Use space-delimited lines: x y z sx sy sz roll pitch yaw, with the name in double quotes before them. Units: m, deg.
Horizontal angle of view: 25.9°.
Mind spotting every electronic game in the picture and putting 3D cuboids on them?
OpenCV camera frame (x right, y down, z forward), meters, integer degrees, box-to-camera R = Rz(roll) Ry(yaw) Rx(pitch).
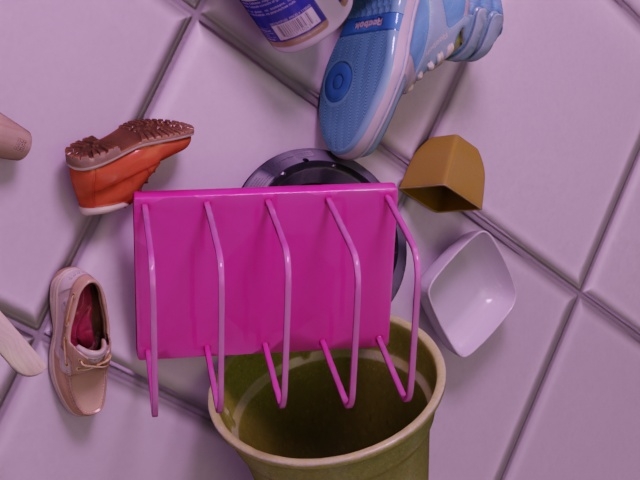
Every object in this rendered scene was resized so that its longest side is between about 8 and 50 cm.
"electronic game" 0.000 0.000 1.662 0.229 0.048 0.229 7 73 -24

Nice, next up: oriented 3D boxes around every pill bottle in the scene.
"pill bottle" -0.054 -0.313 1.561 0.112 0.112 0.186 -51 126 -21

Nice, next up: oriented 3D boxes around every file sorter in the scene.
"file sorter" -0.048 0.069 1.491 0.291 0.182 0.202 -2 116 -10

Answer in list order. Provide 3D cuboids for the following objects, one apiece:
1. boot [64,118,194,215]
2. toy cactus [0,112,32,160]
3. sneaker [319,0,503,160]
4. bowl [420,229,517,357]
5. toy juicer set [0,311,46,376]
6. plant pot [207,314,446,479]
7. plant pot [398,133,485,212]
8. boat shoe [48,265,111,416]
"boot" -0.205 -0.082 1.523 0.158 0.059 0.084 -24 124 -33
"toy cactus" -0.355 -0.122 1.366 0.180 0.112 0.218 20 76 -50
"sneaker" 0.129 -0.229 1.721 0.208 0.127 0.319 21 86 -39
"bowl" 0.191 0.069 1.875 0.142 0.053 0.142 -44 122 -25
"toy juicer set" -0.453 0.088 1.331 0.329 0.089 0.209 -21 99 -26
"plant pot" 0.026 0.263 1.662 0.276 0.276 0.253 -34 129 -30
"plant pot" 0.165 -0.091 1.809 0.081 0.081 0.083 30 68 -39
"boat shoe" -0.256 0.115 1.508 0.063 0.059 0.170 -16 108 -37
